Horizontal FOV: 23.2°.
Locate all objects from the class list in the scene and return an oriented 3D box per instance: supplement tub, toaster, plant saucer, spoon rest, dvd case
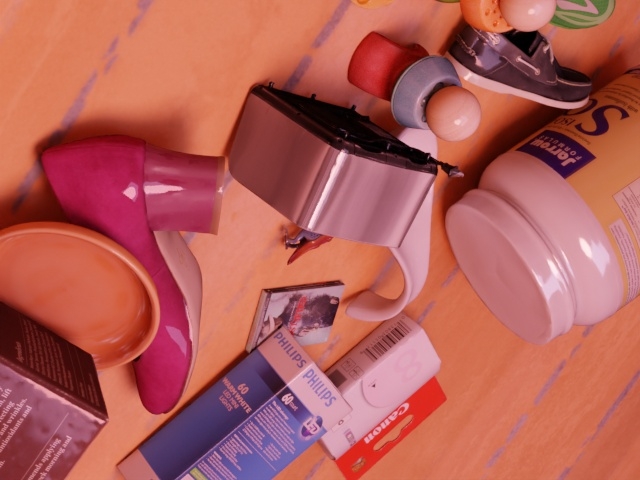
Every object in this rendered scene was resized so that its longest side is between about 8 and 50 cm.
[{"bbox_3d":[0.345,-0.045,1.921,0.331,0.241,0.241,-33,137,-17],"label":"supplement tub"},{"bbox_3d":[0.019,-0.077,1.659,0.168,0.185,0.110,9,110,-45],"label":"toaster"},{"bbox_3d":[-0.257,0.053,1.564,0.200,0.037,0.200,4,133,4],"label":"plant saucer"},{"bbox_3d":[0.091,-0.016,1.832,0.137,0.084,0.276,-39,146,-44],"label":"spoon rest"},{"bbox_3d":[-0.030,0.092,1.877,0.119,0.013,0.087,-4,123,-37],"label":"dvd case"}]

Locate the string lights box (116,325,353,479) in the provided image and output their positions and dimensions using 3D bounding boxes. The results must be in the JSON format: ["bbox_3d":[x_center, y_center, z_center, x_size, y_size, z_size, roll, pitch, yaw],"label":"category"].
[{"bbox_3d":[-0.099,0.238,1.872,0.259,0.077,0.133,-40,140,-5],"label":"string lights box"}]

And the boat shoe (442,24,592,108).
[{"bbox_3d":[0.247,-0.209,1.828,0.233,0.084,0.079,11,114,-42],"label":"boat shoe"}]

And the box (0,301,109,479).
[{"bbox_3d":[-0.336,0.156,1.493,0.203,0.167,0.168,34,98,-21],"label":"box"}]

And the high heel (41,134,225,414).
[{"bbox_3d":[-0.211,0.041,1.648,0.181,0.127,0.377,6,128,-8],"label":"high heel"}]

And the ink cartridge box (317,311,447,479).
[{"bbox_3d":[0.083,0.222,2.047,0.189,0.066,0.232,-40,135,-9],"label":"ink cartridge box"}]

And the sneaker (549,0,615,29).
[{"bbox_3d":[0.267,-0.322,1.725,0.109,0.123,0.295,-45,140,-3],"label":"sneaker"}]

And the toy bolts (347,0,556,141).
[{"bbox_3d":[0.123,-0.220,1.654,0.218,0.158,0.228,1,120,-41],"label":"toy bolts"}]

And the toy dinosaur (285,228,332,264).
[{"bbox_3d":[0.000,0.000,1.794,0.082,0.090,0.047,-2,145,-3],"label":"toy dinosaur"}]
